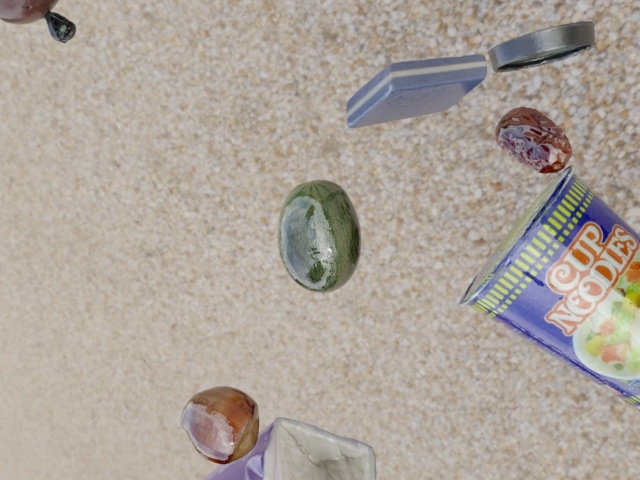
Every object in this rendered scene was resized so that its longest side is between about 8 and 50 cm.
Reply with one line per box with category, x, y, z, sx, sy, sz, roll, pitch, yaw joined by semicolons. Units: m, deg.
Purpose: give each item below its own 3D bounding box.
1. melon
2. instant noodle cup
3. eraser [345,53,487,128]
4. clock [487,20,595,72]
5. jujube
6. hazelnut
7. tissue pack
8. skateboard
melon;0.000;0.000;1.045;0.114;0.114;0.167;14;114;44
instant noodle cup;0.413;0.086;1.159;0.312;0.284;0.284;38;145;8
eraser;0.119;-0.179;0.918;0.082;0.225;0.036;-36;78;44
clock;0.386;-0.334;1.345;0.184;0.184;0.040;-10;94;54
jujube;0.308;-0.144;1.109;0.129;0.077;0.077;50;154;48
hazelnut;-0.101;0.185;0.774;0.086;0.086;0.086;31;141;30
tissue pack;-0.087;0.387;0.877;0.160;0.242;0.338;25;132;-23
skateboard;-0.207;-0.235;0.597;0.080;0.151;0.067;20;170;29
